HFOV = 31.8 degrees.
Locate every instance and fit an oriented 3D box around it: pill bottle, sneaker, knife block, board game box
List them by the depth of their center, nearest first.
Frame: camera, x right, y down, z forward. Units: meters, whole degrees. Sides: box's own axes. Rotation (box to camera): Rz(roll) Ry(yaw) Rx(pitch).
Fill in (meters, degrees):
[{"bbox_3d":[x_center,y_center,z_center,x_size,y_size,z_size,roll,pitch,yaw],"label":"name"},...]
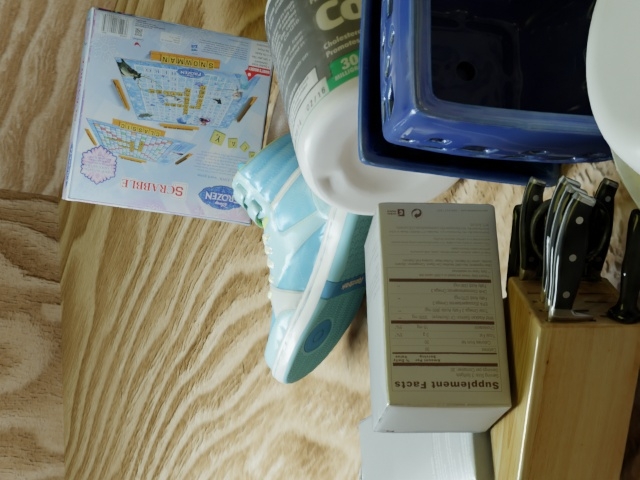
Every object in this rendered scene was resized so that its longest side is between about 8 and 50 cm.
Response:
[{"bbox_3d":[0.202,0.093,0.897,0.242,0.088,0.275,104,166,-66],"label":"knife block"},{"bbox_3d":[0.045,-0.220,1.318,0.361,0.204,0.204,-105,31,-42],"label":"pill bottle"},{"bbox_3d":[-0.042,0.009,1.448,0.208,0.127,0.319,30,107,25],"label":"sneaker"},{"bbox_3d":[-0.252,-0.202,1.888,0.066,0.319,0.318,-170,89,-69],"label":"board game box"}]

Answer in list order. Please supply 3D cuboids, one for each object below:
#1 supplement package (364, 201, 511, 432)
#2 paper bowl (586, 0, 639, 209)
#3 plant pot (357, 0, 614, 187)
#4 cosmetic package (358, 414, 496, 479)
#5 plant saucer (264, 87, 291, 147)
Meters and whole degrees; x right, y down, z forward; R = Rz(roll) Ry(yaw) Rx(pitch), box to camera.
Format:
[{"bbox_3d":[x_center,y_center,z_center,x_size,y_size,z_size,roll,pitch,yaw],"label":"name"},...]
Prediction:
[{"bbox_3d":[0.097,0.069,0.970,0.105,0.105,0.179,104,166,-69],"label":"supplement package"},{"bbox_3d":[0.293,-0.134,0.763,0.284,0.148,0.284,-171,90,-67],"label":"paper bowl"},{"bbox_3d":[0.156,-0.175,1.013,0.212,0.236,0.236,139,134,-68],"label":"plant pot"},{"bbox_3d":[0.130,0.209,1.106,0.238,0.107,0.127,132,140,-59],"label":"cosmetic package"},{"bbox_3d":[-0.007,-0.170,1.603,0.310,0.050,0.310,-166,90,-71],"label":"plant saucer"}]
